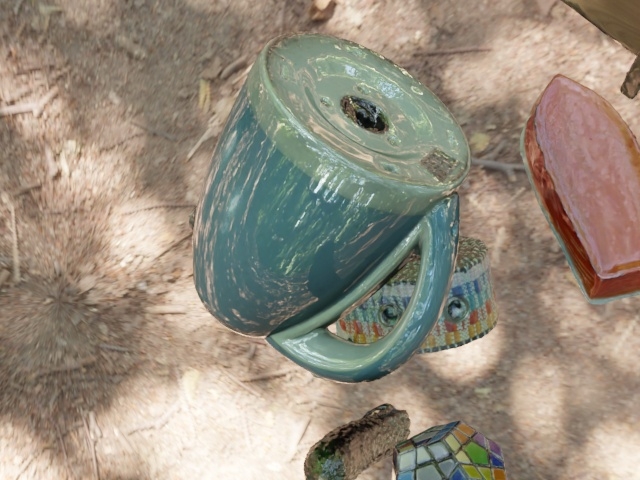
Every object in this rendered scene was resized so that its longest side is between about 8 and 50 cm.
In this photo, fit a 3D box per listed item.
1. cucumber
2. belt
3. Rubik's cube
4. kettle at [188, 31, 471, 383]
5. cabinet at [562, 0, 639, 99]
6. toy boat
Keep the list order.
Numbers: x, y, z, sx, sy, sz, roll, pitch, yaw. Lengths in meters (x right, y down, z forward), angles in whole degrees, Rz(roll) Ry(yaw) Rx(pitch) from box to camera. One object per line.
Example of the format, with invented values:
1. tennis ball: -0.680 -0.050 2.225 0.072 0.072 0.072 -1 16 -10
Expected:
1. cucumber: 0.033 0.230 1.075 0.067 0.245 0.067 0 90 24
2. belt: 0.128 0.076 1.430 0.207 0.257 0.150 -34 117 -52
3. Rubik's cube: 0.107 0.207 0.822 0.111 0.093 0.111 -10 66 23
4. kettle: 0.000 0.000 1.085 0.319 0.342 0.247 44 36 15
5. cabinet: 0.140 -0.205 0.392 0.175 0.148 0.215 42 74 15
6. toy boat: 0.353 -0.070 1.286 0.145 0.133 0.331 -13 64 -1
